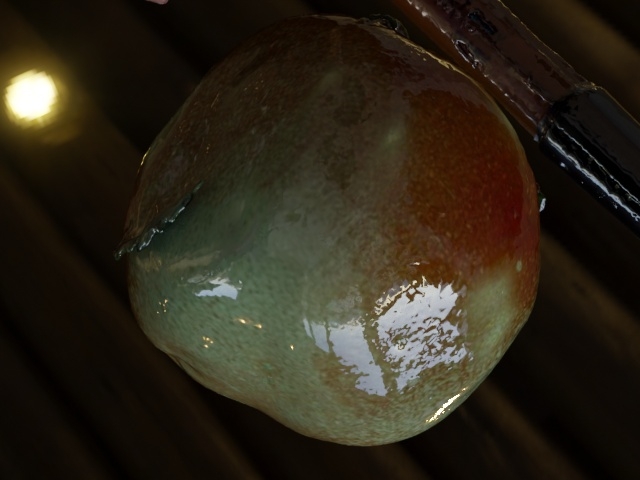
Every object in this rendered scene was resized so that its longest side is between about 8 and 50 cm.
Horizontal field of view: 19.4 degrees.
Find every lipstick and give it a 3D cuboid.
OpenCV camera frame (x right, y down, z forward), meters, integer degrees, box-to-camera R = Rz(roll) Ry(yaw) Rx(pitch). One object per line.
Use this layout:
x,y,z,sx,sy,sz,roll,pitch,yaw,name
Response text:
0.179,-0.140,1.614,0.077,0.077,0.418,-40,-109,-14,lipstick

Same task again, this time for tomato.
0.000,0.000,1.304,0.303,0.303,0.239,25,-130,20,tomato

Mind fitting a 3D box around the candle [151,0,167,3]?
-0.125,-0.368,1.584,0.131,0.287,0.316,14,-92,-6,candle
